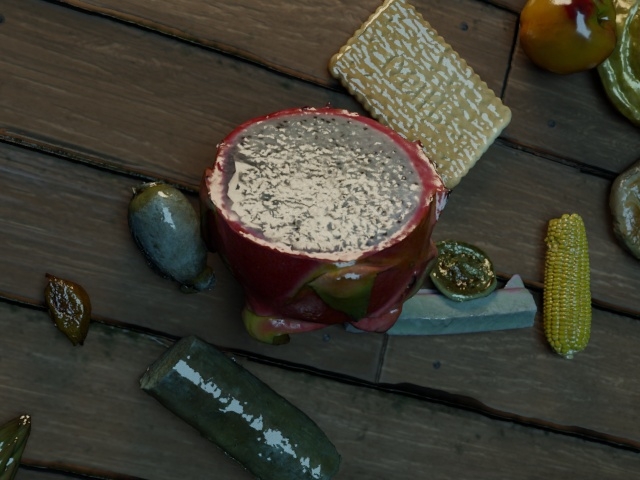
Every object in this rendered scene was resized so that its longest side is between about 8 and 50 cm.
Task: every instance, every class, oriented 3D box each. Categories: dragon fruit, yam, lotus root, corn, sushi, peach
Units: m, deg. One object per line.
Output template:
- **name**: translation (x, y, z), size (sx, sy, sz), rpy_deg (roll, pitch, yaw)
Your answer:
- **dragon fruit**: translation (0.000, 0.000, 1.351), size (0.306, 0.225, 0.305), rpy_deg (3, 47, -3)
- **yam**: translation (-0.097, 0.223, 1.378), size (0.259, 0.106, 0.106), rpy_deg (40, 76, -13)
- **lotus root**: translation (-0.187, -0.001, 1.373), size (0.088, 0.088, 0.165), rpy_deg (-30, 107, -17)
- **corn**: translation (0.350, 0.065, 1.552), size (0.067, 0.067, 0.206), rpy_deg (1, 86, -18)
- **sushi**: translation (-0.307, 0.083, 1.345), size (0.050, 0.047, 0.099), rpy_deg (-14, 92, 0)
- **peach**: translation (0.346, -0.302, 1.539), size (0.138, 0.138, 0.138), rpy_deg (1, 87, -18)

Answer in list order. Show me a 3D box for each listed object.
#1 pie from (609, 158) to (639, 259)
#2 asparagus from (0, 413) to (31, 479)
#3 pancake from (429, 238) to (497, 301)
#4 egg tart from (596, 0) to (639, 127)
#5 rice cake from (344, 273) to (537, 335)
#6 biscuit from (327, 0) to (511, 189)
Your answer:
- **pie**: translation (0.516, -0.045, 1.621), size (0.195, 0.046, 0.195), rpy_deg (0, 89, -20)
- **asparagus**: translation (-0.427, 0.324, 1.278), size (0.080, 0.080, 0.287), rpy_deg (37, 76, -13)
- **pancake**: translation (0.195, 0.040, 1.508), size (0.108, 0.017, 0.108), rpy_deg (8, 56, -12)
- **egg tart**: translation (0.541, -0.286, 1.611), size (0.290, 0.115, 0.290), rpy_deg (0, 89, -18)
- **rice cake**: translation (0.164, 0.090, 1.504), size (0.290, 0.051, 0.081), rpy_deg (-2, 54, -19)
- **biscuit**: translation (0.139, -0.205, 1.514), size (0.250, 0.030, 0.160), rpy_deg (43, 76, -12)
